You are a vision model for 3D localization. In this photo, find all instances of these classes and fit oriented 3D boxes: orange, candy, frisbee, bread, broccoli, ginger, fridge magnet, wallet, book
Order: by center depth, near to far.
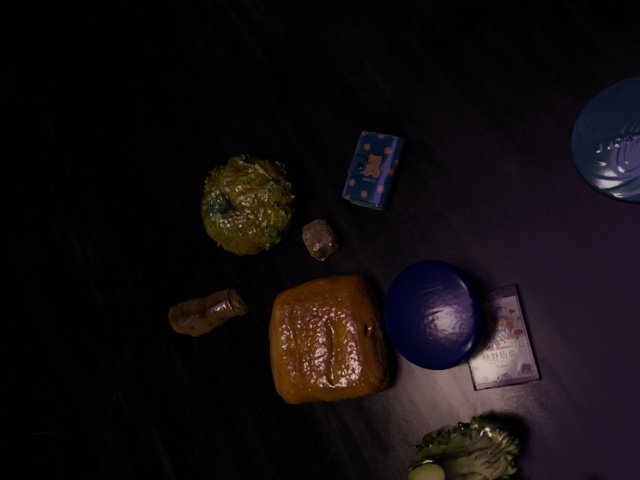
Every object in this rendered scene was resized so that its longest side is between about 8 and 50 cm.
[{"bbox_3d":[0.295,0.524,1.205,0.248,0.246,0.288,11,89,36],"label":"broccoli"},{"bbox_3d":[0.701,-0.228,1.206,0.290,0.049,0.289,-5,80,28],"label":"frisbee"},{"bbox_3d":[0.413,0.231,1.312,0.157,0.026,0.231,-17,75,26],"label":"book"},{"bbox_3d":[0.272,0.179,1.335,0.265,0.113,0.265,-5,82,41],"label":"fridge magnet"},{"bbox_3d":[0.004,0.259,1.467,0.337,0.148,0.327,-13,76,27],"label":"bread"},{"bbox_3d":[0.142,-0.191,1.509,0.141,0.059,0.202,17,91,32],"label":"wallet"},{"bbox_3d":[0.000,0.000,1.554,0.095,0.085,0.110,-32,57,13],"label":"candy"},{"bbox_3d":[-0.214,-0.098,1.605,0.301,0.223,0.300,17,96,30],"label":"orange"},{"bbox_3d":[-0.353,0.226,1.701,0.263,0.116,0.109,-19,114,21],"label":"ginger"}]
